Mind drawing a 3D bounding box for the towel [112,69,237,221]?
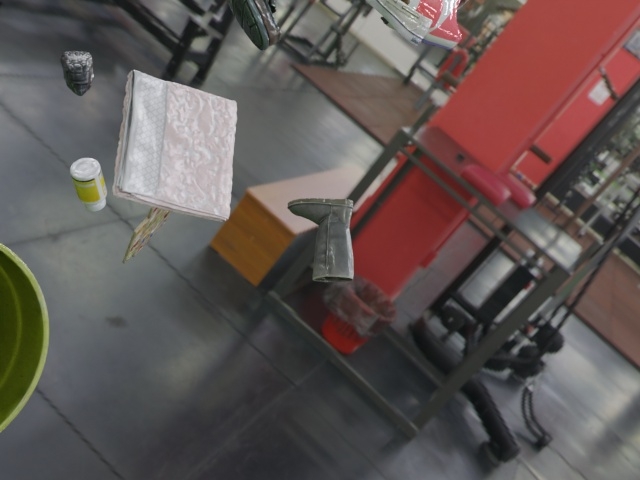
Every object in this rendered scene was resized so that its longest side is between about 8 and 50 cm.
[{"bbox_3d":[-0.354,-0.237,1.922,0.317,0.053,0.332,13,74,-38],"label":"towel"}]

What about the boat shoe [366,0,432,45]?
[{"bbox_3d":[0.075,-0.236,0.755,0.035,0.035,0.100,7,39,-49],"label":"boat shoe"}]

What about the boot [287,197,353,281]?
[{"bbox_3d":[-0.002,0.000,1.912,0.189,0.208,0.076,1,-8,21],"label":"boot"}]

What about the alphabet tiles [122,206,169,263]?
[{"bbox_3d":[-0.469,-0.075,2.218,0.011,0.342,0.285,38,57,-2],"label":"alphabet tiles"}]

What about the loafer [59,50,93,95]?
[{"bbox_3d":[-0.586,-0.406,1.832,0.076,0.078,0.223,-4,26,-17],"label":"loafer"}]

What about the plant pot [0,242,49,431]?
[{"bbox_3d":[-0.698,0.137,1.238,0.353,0.366,0.366,10,-2,42],"label":"plant pot"}]

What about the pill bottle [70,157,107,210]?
[{"bbox_3d":[-0.507,-0.120,1.675,0.065,0.116,0.065,1,50,-1],"label":"pill bottle"}]

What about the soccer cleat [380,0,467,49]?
[{"bbox_3d":[0.186,-0.423,1.183,0.116,0.108,0.318,28,56,-13],"label":"soccer cleat"}]

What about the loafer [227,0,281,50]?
[{"bbox_3d":[-0.118,-0.422,1.178,0.267,0.084,0.096,61,-15,11],"label":"loafer"}]
